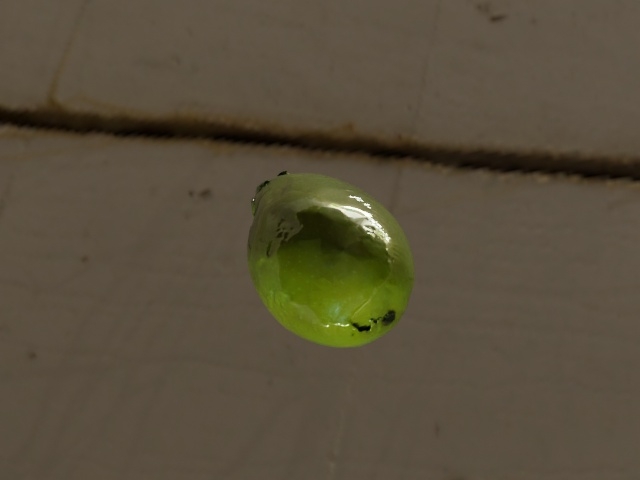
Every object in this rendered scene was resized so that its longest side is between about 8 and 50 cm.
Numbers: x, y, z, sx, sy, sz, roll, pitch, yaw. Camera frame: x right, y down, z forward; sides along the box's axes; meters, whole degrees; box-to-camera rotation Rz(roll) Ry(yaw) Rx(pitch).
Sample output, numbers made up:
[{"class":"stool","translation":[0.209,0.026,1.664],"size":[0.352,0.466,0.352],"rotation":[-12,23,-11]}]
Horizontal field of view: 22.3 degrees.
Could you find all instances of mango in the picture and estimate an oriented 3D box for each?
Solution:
[{"class":"mango","translation":[0.000,0.000,0.931],"size":[0.091,0.074,0.165],"rotation":[-1,-152,-20]}]
